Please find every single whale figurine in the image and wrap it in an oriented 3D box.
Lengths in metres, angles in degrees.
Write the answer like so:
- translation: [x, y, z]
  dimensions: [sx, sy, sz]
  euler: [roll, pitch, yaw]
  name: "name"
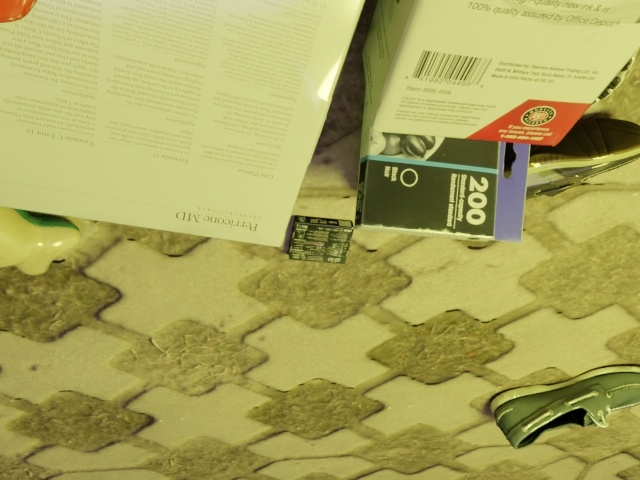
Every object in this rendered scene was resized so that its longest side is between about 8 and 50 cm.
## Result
- translation: [-0.427, -0.041, 0.597]
  dimensions: [0.216, 0.141, 0.272]
  euler: [-35, 148, 22]
  name: "whale figurine"

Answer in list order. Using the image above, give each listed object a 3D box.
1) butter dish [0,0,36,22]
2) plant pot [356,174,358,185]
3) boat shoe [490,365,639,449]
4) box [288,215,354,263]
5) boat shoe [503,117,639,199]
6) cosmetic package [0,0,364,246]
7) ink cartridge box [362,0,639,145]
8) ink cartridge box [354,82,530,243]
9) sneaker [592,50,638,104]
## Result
- translation: [-0.180, -0.189, 0.275]
  dimensions: [0.118, 0.160, 0.160]
  euler: [-2, 133, -39]
  name: "butter dish"
- translation: [0.091, -0.076, 0.645]
  dimensions: [0.079, 0.083, 0.083]
  euler: [-25, 128, 29]
  name: "plant pot"
- translation: [0.496, 0.325, 0.982]
  dimensions: [0.319, 0.099, 0.116]
  euler: [-12, 128, 3]
  name: "boat shoe"
- translation: [0.000, 0.000, 0.725]
  dimensions: [0.083, 0.018, 0.067]
  euler: [4, 127, -10]
  name: "box"
- translation: [0.286, -0.093, 0.650]
  dimensions: [0.223, 0.080, 0.073]
  euler: [-12, 134, 10]
  name: "boat shoe"
- translation: [-0.181, -0.151, 0.443]
  dimensions: [0.377, 0.097, 0.284]
  euler: [9, 125, -18]
  name: "cosmetic package"
- translation: [0.162, -0.211, 0.408]
  dimensions: [0.196, 0.114, 0.273]
  euler: [2, 151, -10]
  name: "ink cartridge box"
- translation: [0.148, -0.106, 0.574]
  dimensions: [0.208, 0.045, 0.206]
  euler: [5, 89, -10]
  name: "ink cartridge box"
- translation: [0.299, -0.259, 0.506]
  dimensions: [0.118, 0.107, 0.279]
  euler: [-38, 150, -26]
  name: "sneaker"
